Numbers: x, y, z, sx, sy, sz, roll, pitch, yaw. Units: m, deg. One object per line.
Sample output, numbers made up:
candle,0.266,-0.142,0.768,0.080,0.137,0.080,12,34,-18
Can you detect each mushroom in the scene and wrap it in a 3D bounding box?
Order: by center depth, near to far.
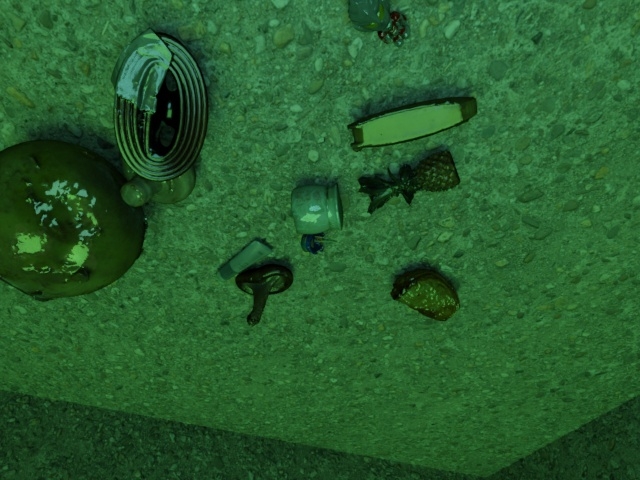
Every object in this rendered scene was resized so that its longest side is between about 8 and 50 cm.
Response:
mushroom,-0.453,-0.187,1.196,0.206,0.209,0.206,-3,111,-9
mushroom,-0.203,0.201,1.520,0.227,0.217,0.148,-22,135,25

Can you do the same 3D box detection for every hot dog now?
hot dog,0.378,0.192,1.542,0.259,0.114,0.175,28,125,-23

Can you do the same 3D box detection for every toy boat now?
toy boat,0.225,-0.296,1.073,0.321,0.121,0.089,-11,107,15
toy boat,0.000,0.000,1.345,0.110,0.175,0.091,-3,101,18

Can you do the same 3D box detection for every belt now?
belt,-0.384,-0.319,1.028,0.217,0.122,0.338,2,111,-20

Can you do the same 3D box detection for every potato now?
potato,-0.682,-0.066,1.190,0.319,0.385,0.442,-13,126,17

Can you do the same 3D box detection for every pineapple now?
pineapple,0.241,-0.165,1.207,0.277,0.119,0.130,-19,148,24

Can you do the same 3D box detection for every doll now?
doll,0.124,-0.488,0.934,0.180,0.079,0.094,21,133,-30

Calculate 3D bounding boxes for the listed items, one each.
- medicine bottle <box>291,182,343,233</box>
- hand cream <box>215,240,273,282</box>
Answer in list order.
medicine bottle,-0.006,-0.094,1.271,0.143,0.147,0.147,-5,133,5
hand cream,-0.279,0.077,1.531,0.255,0.048,0.079,-34,131,29
